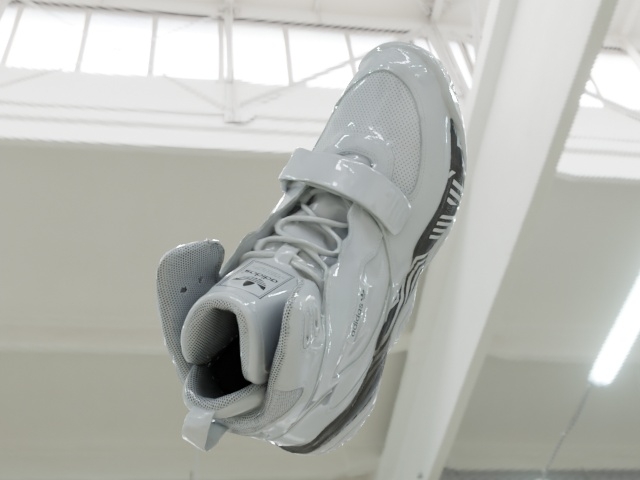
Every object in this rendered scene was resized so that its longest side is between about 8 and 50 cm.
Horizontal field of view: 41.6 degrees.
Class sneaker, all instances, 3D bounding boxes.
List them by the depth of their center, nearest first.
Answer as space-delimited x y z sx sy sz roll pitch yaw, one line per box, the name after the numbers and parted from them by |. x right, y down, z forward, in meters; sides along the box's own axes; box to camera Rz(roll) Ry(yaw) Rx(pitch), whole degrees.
0.000 0.000 0.662 0.210 0.137 0.366 16 -87 -64 | sneaker
